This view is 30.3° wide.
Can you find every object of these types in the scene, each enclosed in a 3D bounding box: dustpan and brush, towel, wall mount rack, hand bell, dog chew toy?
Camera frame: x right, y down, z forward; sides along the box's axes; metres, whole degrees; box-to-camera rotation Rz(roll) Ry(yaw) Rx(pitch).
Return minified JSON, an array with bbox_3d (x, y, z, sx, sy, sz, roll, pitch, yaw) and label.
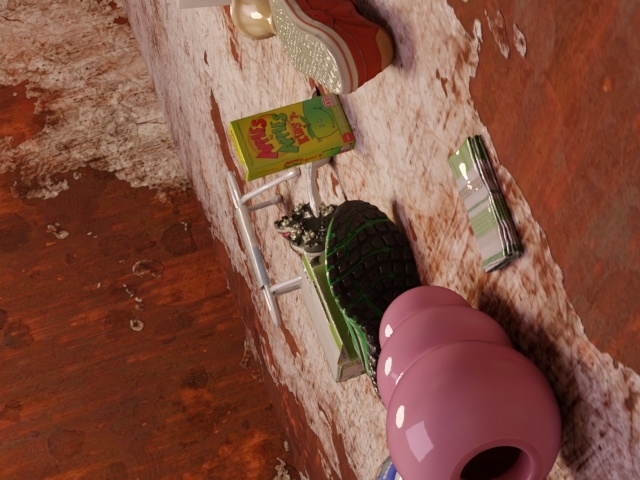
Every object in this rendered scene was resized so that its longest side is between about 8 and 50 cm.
[{"bbox_3d":[-0.015,-0.147,2.065,0.147,0.060,0.211,143,110,-77],"label":"dustpan and brush"},{"bbox_3d":[0.190,-0.040,1.407,0.113,0.023,0.152,128,124,-74],"label":"towel"},{"bbox_3d":[-0.087,-0.005,2.453,0.304,0.130,0.350,130,122,-80],"label":"wall mount rack"},{"bbox_3d":[-0.028,-0.337,1.842,0.242,0.126,0.126,38,146,46],"label":"hand bell"},{"bbox_3d":[0.161,0.175,1.447,0.332,0.206,0.206,-112,11,-56],"label":"dog chew toy"}]

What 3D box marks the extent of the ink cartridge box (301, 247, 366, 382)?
[{"bbox_3d":[0.041,0.121,2.061,0.255,0.097,0.189,94,156,-70],"label":"ink cartridge box"}]

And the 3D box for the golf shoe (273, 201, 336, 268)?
[{"bbox_3d":[0.000,0.000,2.176,0.120,0.105,0.273,57,175,-12],"label":"golf shoe"}]

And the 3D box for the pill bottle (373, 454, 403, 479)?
[{"bbox_3d":[0.173,0.371,1.743,0.272,0.152,0.152,125,127,-74],"label":"pill bottle"}]

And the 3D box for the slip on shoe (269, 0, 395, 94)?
[{"bbox_3d":[0.006,-0.299,1.671,0.331,0.101,0.123,48,158,56],"label":"slip on shoe"}]

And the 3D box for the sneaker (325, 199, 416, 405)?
[{"bbox_3d":[0.078,0.101,1.832,0.146,0.134,0.343,-145,39,-71],"label":"sneaker"}]

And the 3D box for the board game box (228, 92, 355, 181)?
[{"bbox_3d":[-0.046,-0.167,1.892,0.043,0.181,0.092,111,140,-70],"label":"board game box"}]

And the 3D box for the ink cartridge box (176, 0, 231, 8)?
[{"bbox_3d":[-0.222,-0.592,2.127,0.201,0.117,0.278,100,161,-62],"label":"ink cartridge box"}]
